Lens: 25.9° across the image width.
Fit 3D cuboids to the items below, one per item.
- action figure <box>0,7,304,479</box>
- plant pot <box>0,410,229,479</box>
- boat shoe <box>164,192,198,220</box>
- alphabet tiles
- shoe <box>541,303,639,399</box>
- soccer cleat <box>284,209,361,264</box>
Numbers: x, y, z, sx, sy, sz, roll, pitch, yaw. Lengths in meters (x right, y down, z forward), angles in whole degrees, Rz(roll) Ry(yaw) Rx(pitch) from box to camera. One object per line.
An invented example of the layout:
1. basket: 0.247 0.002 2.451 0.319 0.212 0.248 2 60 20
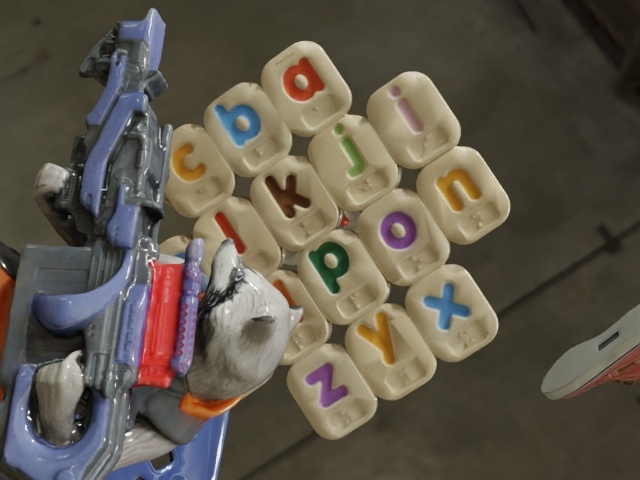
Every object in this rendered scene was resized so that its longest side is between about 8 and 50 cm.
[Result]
1. action figure: -0.164 0.026 0.947 0.330 0.341 0.178 6 -19 24
2. plant pot: -0.262 0.205 1.627 0.236 0.236 0.212 -6 -24 42
3. boat shoe: -0.132 -0.052 1.405 0.135 0.050 0.045 33 -12 24
4. alphabet tiles: 0.000 0.000 1.092 0.278 0.284 0.021 56 11 6
5. shoe: 0.351 0.151 1.645 0.081 0.178 0.063 40 28 -19
6. soccer cleat: 0.017 -0.031 1.307 0.196 0.076 0.068 -35 -107 53
